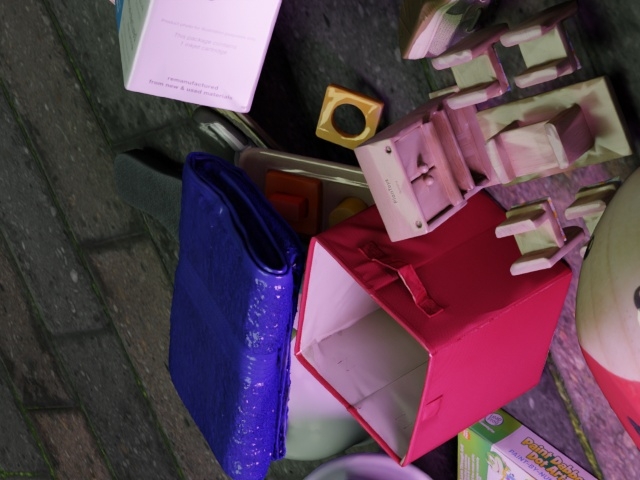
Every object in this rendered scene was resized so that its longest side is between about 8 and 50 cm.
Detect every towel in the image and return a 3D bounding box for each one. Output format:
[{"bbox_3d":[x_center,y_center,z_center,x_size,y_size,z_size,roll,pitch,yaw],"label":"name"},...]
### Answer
[{"bbox_3d":[-0.089,0.082,2.082,0.227,0.076,0.308,-125,34,-44],"label":"towel"}]

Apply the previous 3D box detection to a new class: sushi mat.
[{"bbox_3d":[-0.134,-0.182,2.117,0.151,0.019,0.316,40,177,33],"label":"sushi mat"}]

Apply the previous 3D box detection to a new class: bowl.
[{"bbox_3d":[-0.059,0.154,2.285,0.298,0.134,0.298,28,138,28],"label":"bowl"}]

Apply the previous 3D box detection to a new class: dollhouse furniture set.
[{"bbox_3d":[0.182,-0.095,1.792,0.242,0.161,0.212,-14,103,37],"label":"dollhouse furniture set"}]

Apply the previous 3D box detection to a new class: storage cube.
[{"bbox_3d":[0.110,0.073,1.941,0.183,0.193,0.215,44,145,29],"label":"storage cube"}]

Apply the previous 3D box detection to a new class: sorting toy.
[{"bbox_3d":[0.000,0.000,2.083,0.196,0.047,0.347,10,117,17],"label":"sorting toy"}]

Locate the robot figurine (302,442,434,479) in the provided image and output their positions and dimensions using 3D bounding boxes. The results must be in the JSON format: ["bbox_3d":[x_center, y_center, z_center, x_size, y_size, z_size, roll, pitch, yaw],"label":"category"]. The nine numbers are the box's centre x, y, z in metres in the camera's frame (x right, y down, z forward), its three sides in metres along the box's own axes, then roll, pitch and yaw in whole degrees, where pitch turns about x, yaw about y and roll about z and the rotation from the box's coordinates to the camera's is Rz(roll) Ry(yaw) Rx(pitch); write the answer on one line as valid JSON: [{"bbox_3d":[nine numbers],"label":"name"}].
[{"bbox_3d":[0.053,0.343,2.193,0.200,0.300,0.353,20,171,4],"label":"robot figurine"}]

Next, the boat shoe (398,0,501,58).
[{"bbox_3d":[0.132,-0.235,1.775,0.223,0.073,0.080,123,145,-62],"label":"boat shoe"}]

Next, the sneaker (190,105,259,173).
[{"bbox_3d":[-0.092,-0.034,2.154,0.228,0.132,0.086,46,-179,-20],"label":"sneaker"}]

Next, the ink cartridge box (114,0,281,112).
[{"bbox_3d":[-0.098,-0.313,1.837,0.223,0.129,0.307,-103,27,-56],"label":"ink cartridge box"}]

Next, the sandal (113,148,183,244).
[{"bbox_3d":[-0.171,-0.053,2.430,0.254,0.054,0.097,37,132,42],"label":"sandal"}]

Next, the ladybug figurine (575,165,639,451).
[{"bbox_3d":[0.340,0.137,1.551,0.449,0.162,0.305,54,177,-26],"label":"ladybug figurine"}]

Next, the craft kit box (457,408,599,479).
[{"bbox_3d":[0.246,0.335,2.089,0.247,0.061,0.250,33,140,37],"label":"craft kit box"}]
